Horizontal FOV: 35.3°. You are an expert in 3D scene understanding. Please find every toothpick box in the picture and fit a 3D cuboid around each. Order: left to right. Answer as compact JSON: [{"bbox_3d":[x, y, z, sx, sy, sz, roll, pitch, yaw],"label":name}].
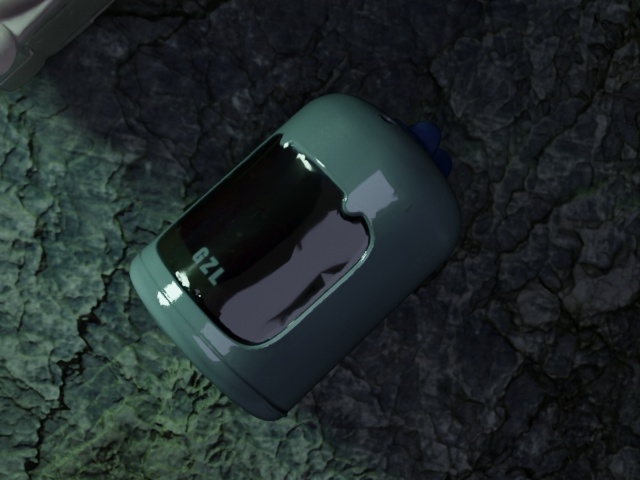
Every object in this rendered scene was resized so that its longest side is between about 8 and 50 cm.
[{"bbox_3d":[0.000,0.000,1.100,0.354,0.263,0.263,-43,101,0],"label":"toothpick box"}]

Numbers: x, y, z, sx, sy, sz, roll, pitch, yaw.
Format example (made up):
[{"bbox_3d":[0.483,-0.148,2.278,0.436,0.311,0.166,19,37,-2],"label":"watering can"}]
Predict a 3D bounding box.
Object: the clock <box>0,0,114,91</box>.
[{"bbox_3d":[-0.334,-0.364,1.022,0.342,0.184,0.326,-43,97,-5],"label":"clock"}]
